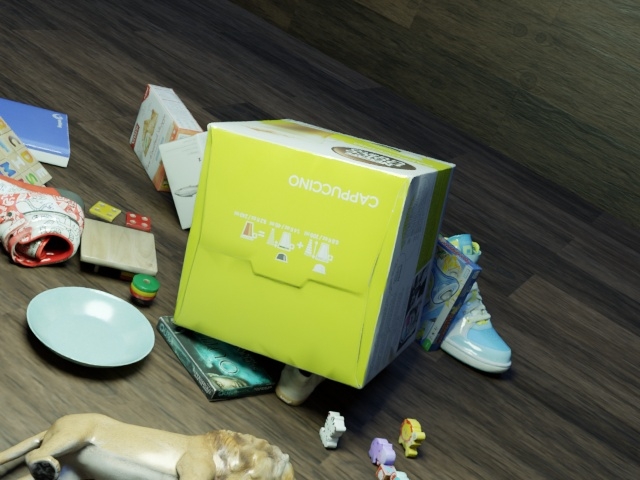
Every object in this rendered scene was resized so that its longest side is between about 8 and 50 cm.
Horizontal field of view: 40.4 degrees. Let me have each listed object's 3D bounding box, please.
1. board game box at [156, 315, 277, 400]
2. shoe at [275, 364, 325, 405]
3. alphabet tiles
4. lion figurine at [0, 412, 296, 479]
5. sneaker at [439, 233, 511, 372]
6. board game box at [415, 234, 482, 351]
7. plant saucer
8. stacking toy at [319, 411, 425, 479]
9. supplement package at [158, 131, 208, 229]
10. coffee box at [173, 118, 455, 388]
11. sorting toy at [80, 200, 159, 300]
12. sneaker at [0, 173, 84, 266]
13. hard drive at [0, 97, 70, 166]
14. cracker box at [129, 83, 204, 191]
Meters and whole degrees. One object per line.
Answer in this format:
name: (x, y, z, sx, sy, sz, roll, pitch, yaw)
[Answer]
board game box: (-0.170, 0.185, 1.417, 0.126, 0.026, 0.186, 0, 33, -44)
shoe: (-0.014, 0.205, 1.482, 0.076, 0.058, 0.219, 26, 24, 5)
alphabet tiles: (-0.585, -0.145, 1.589, 0.237, 0.009, 0.198, 52, 20, -12)
lion figurine: (-0.224, 0.274, 1.051, 0.392, 0.142, 0.240, 21, 16, 2)
sneaker: (0.297, 0.110, 1.789, 0.127, 0.208, 0.319, -2, 36, -48)
board game box: (0.223, 0.101, 1.744, 0.035, 0.201, 0.136, -1, 33, -44)
plant saucer: (-0.352, 0.141, 1.325, 0.195, 0.037, 0.195, 19, 24, -9)
stacking toy: (0.108, 0.348, 1.311, 0.167, 0.052, 0.221, 11, 27, -26)
supplement package: (-0.240, -0.127, 1.785, 0.105, 0.179, 0.105, -12, 7, 28)
coffee box: (0.000, 0.000, 1.458, 0.337, 0.338, 0.334, 17, 13, 18)
sorting toy: (-0.365, 0.020, 1.552, 0.132, 0.046, 0.274, 14, 26, -22)
sneaker: (-0.533, -0.035, 1.455, 0.270, 0.090, 0.145, 9, 36, -18)
hard drive: (-0.689, -0.248, 1.812, 0.318, 0.040, 0.210, 13, 26, -25)
cracker box: (-0.349, -0.230, 1.952, 0.067, 0.156, 0.232, 6, 29, -33)
